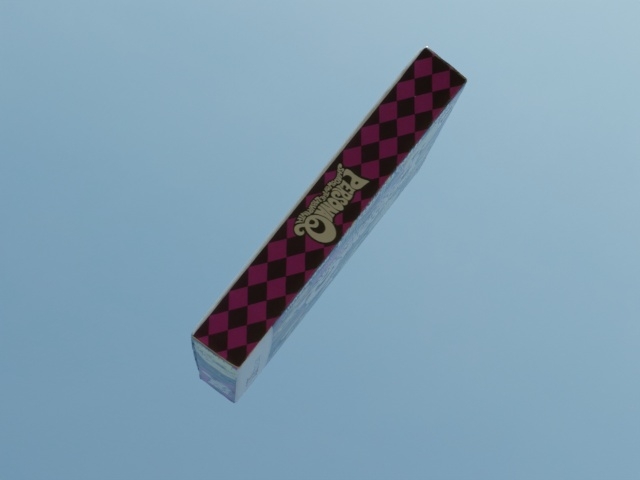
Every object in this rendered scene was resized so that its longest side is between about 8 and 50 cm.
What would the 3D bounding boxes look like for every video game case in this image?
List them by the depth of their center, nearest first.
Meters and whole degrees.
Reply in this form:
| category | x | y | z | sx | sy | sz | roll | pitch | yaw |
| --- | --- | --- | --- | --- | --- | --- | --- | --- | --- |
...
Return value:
| category | x | y | z | sx | sy | sz | roll | pitch | yaw |
| --- | --- | --- | --- | --- | --- | --- | --- | --- | --- |
| video game case | 0.000 | 0.000 | 0.819 | 0.042 | 0.210 | 0.232 | 37 | -104 | 4 |
